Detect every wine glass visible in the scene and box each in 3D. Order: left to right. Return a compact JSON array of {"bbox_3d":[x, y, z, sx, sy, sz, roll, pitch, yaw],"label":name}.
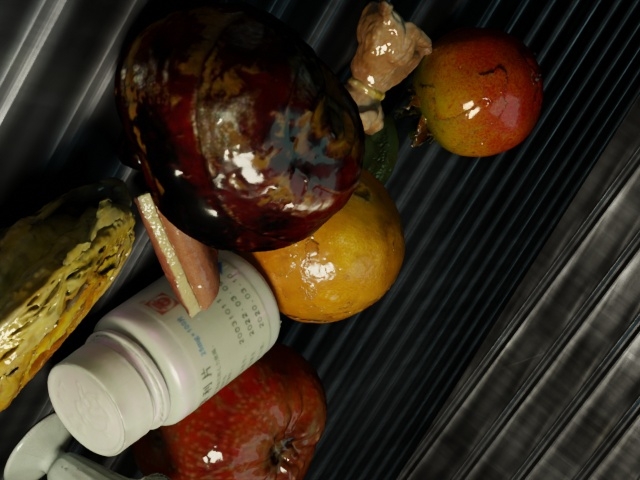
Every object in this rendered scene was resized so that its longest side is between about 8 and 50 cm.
[{"bbox_3d":[-0.304,0.330,1.677,0.165,0.196,0.165,-44,158,-22],"label":"wine glass"}]

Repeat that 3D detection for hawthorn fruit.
[{"bbox_3d":[-0.148,0.271,1.861,0.275,0.299,0.275,10,79,-63],"label":"hawthorn fruit"}]

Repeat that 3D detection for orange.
[{"bbox_3d":[0.000,0.000,1.773,0.240,0.240,0.240,-45,158,-24],"label":"orange"}]

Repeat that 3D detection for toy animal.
[{"bbox_3d":[0.058,-0.232,1.730,0.185,0.104,0.184,-50,162,4],"label":"toy animal"}]

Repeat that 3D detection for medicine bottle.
[{"bbox_3d":[-0.200,0.143,1.647,0.293,0.170,0.170,-35,153,-41],"label":"medicine bottle"}]

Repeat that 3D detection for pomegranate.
[{"bbox_3d":[0.233,-0.225,1.979,0.235,0.210,0.210,-29,160,6],"label":"pomegranate"}]

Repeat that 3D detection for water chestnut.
[{"bbox_3d":[-0.093,-0.119,1.360,0.244,0.289,0.289,-46,161,7],"label":"water chestnut"}]

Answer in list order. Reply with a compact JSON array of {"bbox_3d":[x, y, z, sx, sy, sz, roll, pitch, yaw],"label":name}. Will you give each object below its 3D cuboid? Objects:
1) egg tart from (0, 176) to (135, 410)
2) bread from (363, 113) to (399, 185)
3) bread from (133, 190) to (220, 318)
[{"bbox_3d":[-0.305,0.049,1.354,0.297,0.132,0.297,-53,175,-7],"label":"egg tart"},{"bbox_3d":[0.070,-0.124,1.980,0.188,0.065,0.149,-45,153,-18],"label":"bread"},{"bbox_3d":[-0.170,-0.010,1.569,0.119,0.067,0.192,-69,151,-50],"label":"bread"}]
